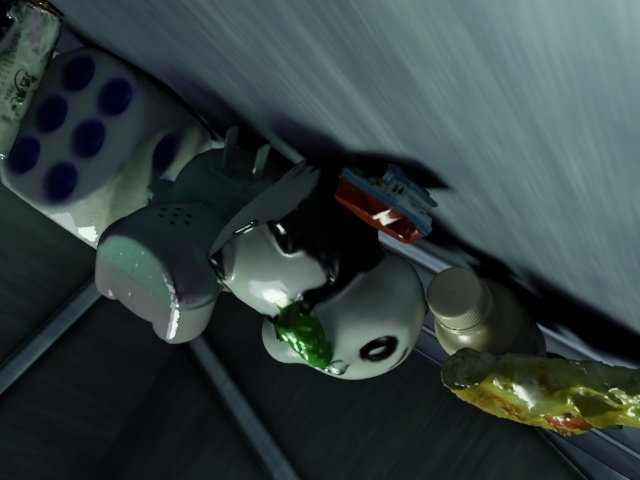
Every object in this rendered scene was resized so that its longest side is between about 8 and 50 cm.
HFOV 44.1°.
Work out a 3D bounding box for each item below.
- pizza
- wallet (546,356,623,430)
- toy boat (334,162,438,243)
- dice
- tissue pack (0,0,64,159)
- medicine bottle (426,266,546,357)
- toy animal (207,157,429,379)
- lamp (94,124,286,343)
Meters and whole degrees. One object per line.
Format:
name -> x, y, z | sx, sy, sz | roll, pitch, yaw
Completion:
pizza -> 0.291, 0.175, 0.872 | 0.280, 0.075, 0.288 | 22, 160, -36
wallet -> 0.415, 0.246, 1.340 | 0.169, 0.052, 0.245 | 37, 176, -1
toy boat -> 0.063, -0.046, 0.810 | 0.069, 0.058, 0.173 | 37, 180, -24
dice -> -0.335, -0.129, 1.251 | 0.243, 0.259, 0.251 | 29, 172, 20
tissue pack -> -0.541, -0.284, 1.172 | 0.332, 0.245, 0.123 | 29, -172, 34
medicine bottle -> 0.206, 0.108, 1.004 | 0.114, 0.114, 0.252 | 29, 172, 37
toy animal -> 0.003, 0.055, 0.954 | 0.266, 0.213, 0.212 | 57, 168, -12
lamp -> -0.155, -0.030, 1.107 | 0.247, 0.301, 0.247 | 30, 130, 20
